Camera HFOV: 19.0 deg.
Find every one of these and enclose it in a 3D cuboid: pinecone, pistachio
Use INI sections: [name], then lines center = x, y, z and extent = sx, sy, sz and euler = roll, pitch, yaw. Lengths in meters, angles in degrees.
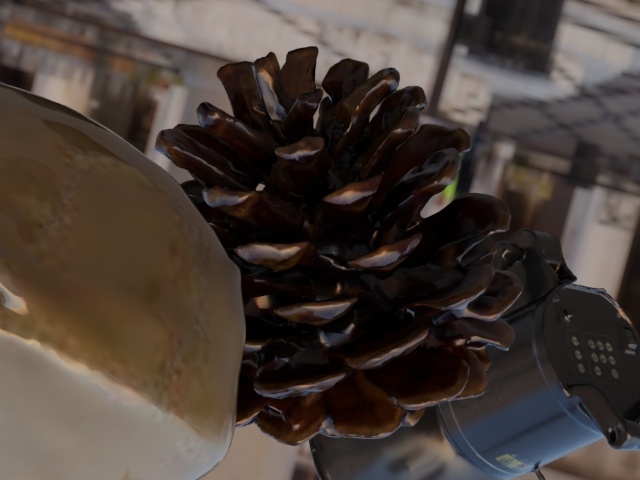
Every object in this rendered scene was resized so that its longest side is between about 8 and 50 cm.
[pinecone]
center = 0.000, 0.000, 0.936
extent = 0.207, 0.208, 0.208
euler = 15, -178, 0
[pistachio]
center = -0.122, 0.006, 0.533
extent = 0.223, 0.126, 0.152
euler = 24, 166, 12

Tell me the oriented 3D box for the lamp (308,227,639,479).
[lamp]
center = 0.118, 0.092, 1.223
extent = 0.147, 0.172, 0.227
euler = 14, 146, -40
